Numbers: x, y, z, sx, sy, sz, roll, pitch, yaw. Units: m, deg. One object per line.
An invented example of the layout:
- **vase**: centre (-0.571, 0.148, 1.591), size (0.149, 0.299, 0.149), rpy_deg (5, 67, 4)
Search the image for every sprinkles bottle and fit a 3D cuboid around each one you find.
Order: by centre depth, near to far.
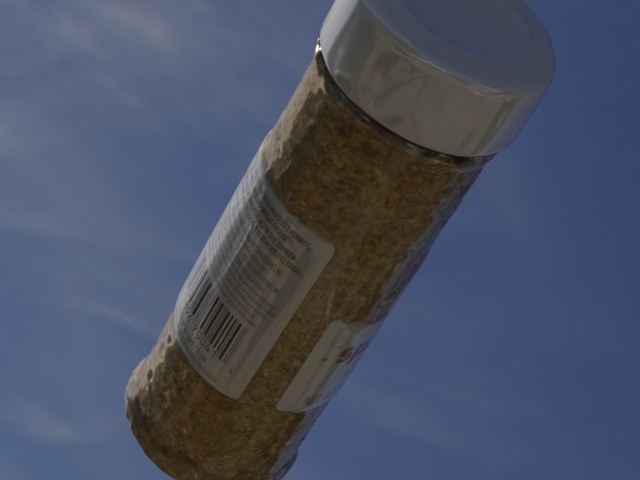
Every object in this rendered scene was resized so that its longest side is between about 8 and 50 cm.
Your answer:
- **sprinkles bottle**: centre (0.000, 0.000, 1.023), size (0.121, 0.121, 0.355), rpy_deg (34, -52, 3)
